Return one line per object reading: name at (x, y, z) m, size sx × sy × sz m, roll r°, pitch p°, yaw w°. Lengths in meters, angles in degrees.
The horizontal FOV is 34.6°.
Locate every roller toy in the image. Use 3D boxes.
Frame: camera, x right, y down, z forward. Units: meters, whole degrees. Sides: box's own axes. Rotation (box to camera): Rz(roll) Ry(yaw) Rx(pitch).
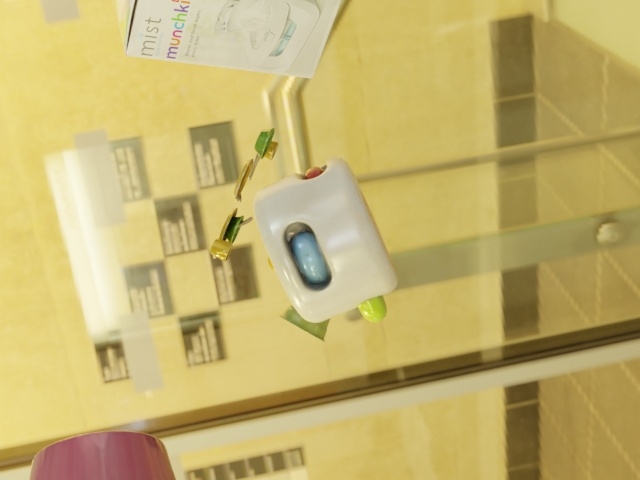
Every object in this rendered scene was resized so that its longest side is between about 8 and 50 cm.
roller toy at (0.000, 0.000, 1.314) m, size 0.191 × 0.146 × 0.209 m, roll 61°, pitch -173°, yaw -51°

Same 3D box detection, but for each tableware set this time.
tableware set at (-0.082, -0.048, 1.136) m, size 0.104 × 0.024 × 0.154 m, roll 106°, pitch -172°, yaw -80°

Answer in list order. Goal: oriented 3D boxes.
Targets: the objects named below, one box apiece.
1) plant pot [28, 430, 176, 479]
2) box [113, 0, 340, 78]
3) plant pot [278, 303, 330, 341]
plant pot at (-0.200, 0.285, 0.955) m, size 0.201 × 0.201 × 0.180 m, roll 91°, pitch 168°, yaw -60°
box at (-0.127, -0.326, 1.217) m, size 0.262 × 0.231 × 0.126 m, roll -112°, pitch 32°, yaw -43°
plant pot at (-0.010, 0.104, 1.600) m, size 0.079 × 0.083 × 0.083 m, roll -60°, pitch 6°, yaw -4°
